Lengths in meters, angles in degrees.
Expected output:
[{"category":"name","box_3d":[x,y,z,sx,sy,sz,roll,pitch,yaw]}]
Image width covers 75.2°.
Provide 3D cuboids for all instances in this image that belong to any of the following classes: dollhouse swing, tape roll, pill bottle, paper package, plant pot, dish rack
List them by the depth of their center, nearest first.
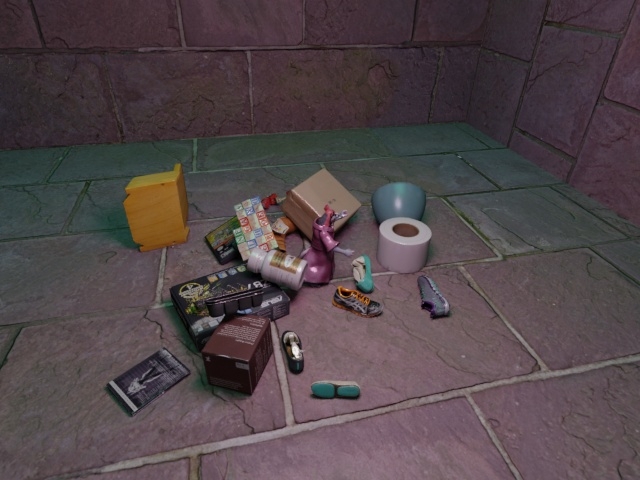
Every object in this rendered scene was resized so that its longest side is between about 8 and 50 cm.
[{"category":"dish rack","box_3d":[-0.346,0.208,1.511,0.208,0.074,0.271,-9,9,-32]},{"category":"pill bottle","box_3d":[-0.178,0.111,1.716,0.229,0.131,0.131,18,36,7]},{"category":"tape roll","box_3d":[0.397,0.020,1.993,0.245,0.169,0.246,1,34,0]},{"category":"dollhouse swing","box_3d":[-0.817,-0.192,2.104,0.314,0.347,0.305,-14,37,-22]},{"category":"paper package","box_3d":[0.004,-0.176,2.162,0.309,0.168,0.325,46,44,2]},{"category":"plant pot","box_3d":[0.412,-0.138,2.173,0.289,0.290,0.196,3,59,2]}]

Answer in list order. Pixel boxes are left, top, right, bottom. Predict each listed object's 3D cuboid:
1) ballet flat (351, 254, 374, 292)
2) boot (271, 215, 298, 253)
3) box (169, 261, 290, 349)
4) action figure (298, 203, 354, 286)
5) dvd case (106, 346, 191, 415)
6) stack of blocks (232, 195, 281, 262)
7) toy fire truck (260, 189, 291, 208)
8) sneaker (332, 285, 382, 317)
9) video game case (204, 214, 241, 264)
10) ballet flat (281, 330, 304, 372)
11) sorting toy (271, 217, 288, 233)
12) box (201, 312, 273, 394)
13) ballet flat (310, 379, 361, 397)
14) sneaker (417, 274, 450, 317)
[{"category":"ballet flat","box_3d":[0.185,0.129,1.880,0.087,0.083,0.247,35,26,-25]},{"category":"boot","box_3d":[-0.203,-0.017,2.076,0.283,0.109,0.220,-13,35,-17]},{"category":"box","box_3d":[-0.369,0.245,1.689,0.394,0.097,0.318,-17,40,-29]},{"category":"action figure","box_3d":[0.000,0.000,1.822,0.275,0.371,0.248,-1,35,-6]},{"category":"dvd case","box_3d":[-0.581,0.471,1.411,0.164,0.018,0.221,27,40,31]},{"category":"stack of blocks","box_3d":[-0.317,-0.043,1.950,0.171,0.087,0.298,-22,64,-5]},{"category":"toy fire truck","box_3d":[-0.258,-0.240,2.435,0.135,0.047,0.192,3,28,37]},{"category":"sneaker","box_3d":[0.152,0.250,1.714,0.214,0.083,0.084,12,33,14]},{"category":"video game case","box_3d":[-0.419,-0.026,2.070,0.274,0.035,0.248,-35,44,-11]},{"category":"ballet flat","box_3d":[-0.098,0.384,1.514,0.074,0.074,0.203,-7,34,-13]},{"category":"sorting toy","box_3d":[-0.198,-0.059,2.033,0.075,0.045,0.083,20,46,17]},{"category":"box","box_3d":[-0.277,0.378,1.426,0.168,0.167,0.203,9,34,12]},{"category":"ballet flat","box_3d":[0.050,0.493,1.384,0.168,0.057,0.052,5,6,0]},{"category":"sneaker","box_3d":[0.450,0.232,1.756,0.098,0.083,0.224,-14,37,-14]}]
